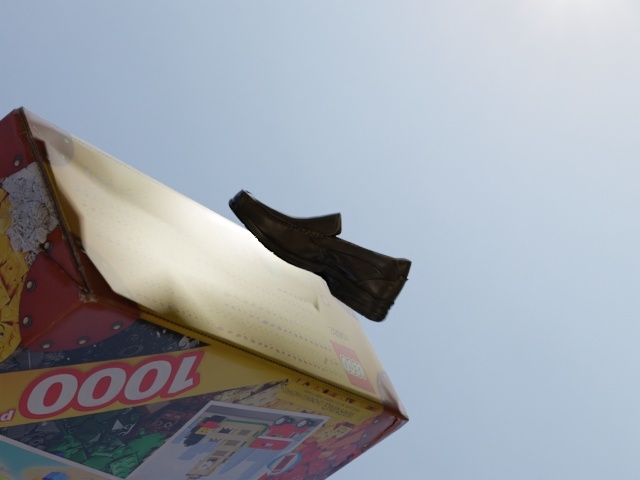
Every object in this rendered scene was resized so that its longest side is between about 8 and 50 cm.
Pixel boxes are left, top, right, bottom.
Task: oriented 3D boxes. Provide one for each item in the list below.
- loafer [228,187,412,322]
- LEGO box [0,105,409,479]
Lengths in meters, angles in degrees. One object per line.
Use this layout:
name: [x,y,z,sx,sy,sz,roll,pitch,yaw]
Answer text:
loafer: [0.000,0.000,0.969,0.170,0.061,0.062,34,-172,-3]
LEGO box: [-0.207,0.146,1.024,0.500,0.372,0.193,30,-153,-55]
